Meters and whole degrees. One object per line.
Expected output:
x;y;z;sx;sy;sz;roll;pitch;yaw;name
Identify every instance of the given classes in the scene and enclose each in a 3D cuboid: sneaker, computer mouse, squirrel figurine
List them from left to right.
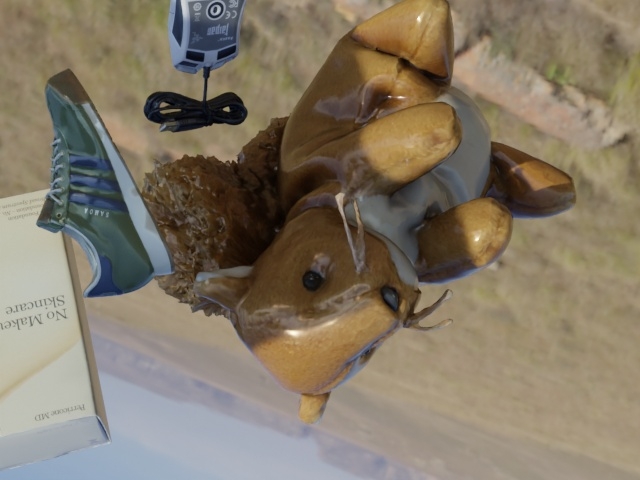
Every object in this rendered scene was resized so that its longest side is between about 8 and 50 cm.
-0.200;-0.040;0.946;0.192;0.086;0.064;63;167;-4;sneaker
-0.105;-0.188;1.038;0.106;0.193;0.042;-10;-141;-30;computer mouse
0.000;0.000;1.136;0.397;0.370;0.281;-9;129;39;squirrel figurine

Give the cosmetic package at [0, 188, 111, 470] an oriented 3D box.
-0.363;0.106;1.383;0.160;0.309;0.113;-14;153;-9;cosmetic package
